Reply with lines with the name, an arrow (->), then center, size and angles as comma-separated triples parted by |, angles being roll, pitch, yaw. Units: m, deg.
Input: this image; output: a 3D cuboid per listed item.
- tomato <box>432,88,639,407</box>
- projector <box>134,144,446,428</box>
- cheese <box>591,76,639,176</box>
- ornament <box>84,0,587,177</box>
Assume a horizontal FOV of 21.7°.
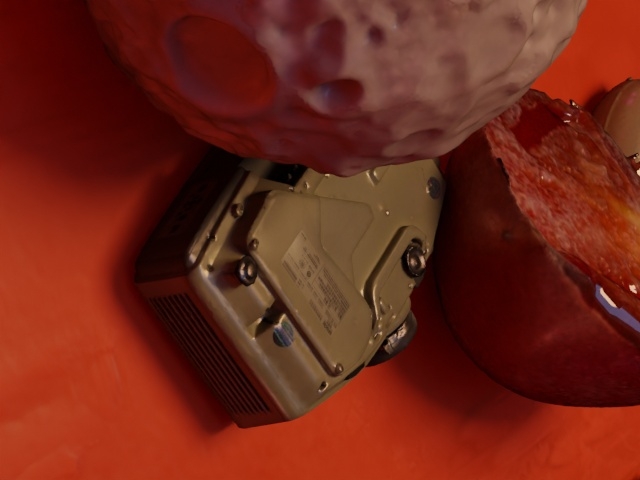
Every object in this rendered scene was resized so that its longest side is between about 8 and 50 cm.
tomato -> 0.181, 0.036, 1.330 | 0.309, 0.170, 0.309 | 35, 31, -24
projector -> 0.000, 0.000, 1.169 | 0.193, 0.088, 0.269 | 57, 44, -26
cheese -> 0.290, -0.012, 1.551 | 0.163, 0.082, 0.286 | 39, 58, -41
ornament -> 0.016, -0.203, 1.022 | 0.337, 0.337, 0.337 | 11, 76, -51
